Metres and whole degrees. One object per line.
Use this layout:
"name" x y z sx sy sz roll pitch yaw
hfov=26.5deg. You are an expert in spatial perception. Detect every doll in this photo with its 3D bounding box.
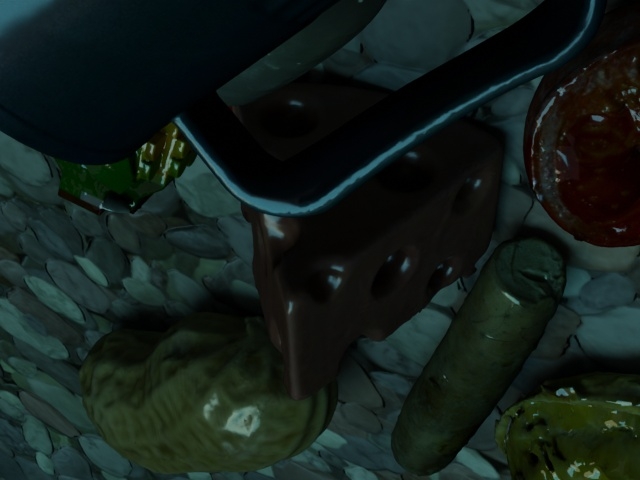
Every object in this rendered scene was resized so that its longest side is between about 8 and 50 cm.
"doll" -0.144 -0.104 1.023 0.186 0.106 0.134 -35 100 36

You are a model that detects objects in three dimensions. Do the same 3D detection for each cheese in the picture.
"cheese" -0.002 -0.021 0.966 0.177 0.203 0.128 39 152 29

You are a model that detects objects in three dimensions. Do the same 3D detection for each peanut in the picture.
"peanut" -0.119 0.141 1.267 0.325 0.140 0.153 -1 114 45

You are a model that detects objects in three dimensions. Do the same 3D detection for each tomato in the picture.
"tomato" 0.194 -0.080 0.798 0.159 0.091 0.139 -33 121 24

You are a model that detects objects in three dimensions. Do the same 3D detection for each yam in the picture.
"yam" 0.119 0.104 1.087 0.071 0.067 0.317 13 145 -5

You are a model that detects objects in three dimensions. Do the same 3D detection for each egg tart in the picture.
"egg tart" 0.261 0.210 1.078 0.278 0.095 0.279 21 143 16

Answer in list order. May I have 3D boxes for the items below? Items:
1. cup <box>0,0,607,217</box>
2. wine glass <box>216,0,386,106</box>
"cup" -0.040 -0.184 0.626 0.292 0.242 0.308 -32 75 22
"wine glass" -0.017 -0.166 0.840 0.111 0.111 0.204 42 140 -11
